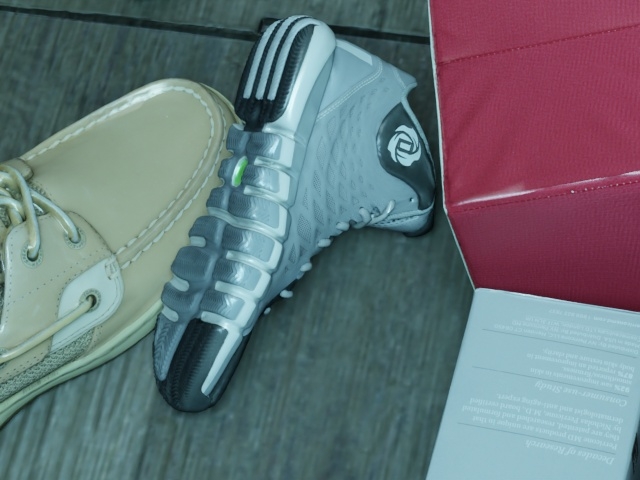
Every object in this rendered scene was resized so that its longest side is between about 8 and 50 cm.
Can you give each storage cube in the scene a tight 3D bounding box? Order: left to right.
[{"bbox_3d":[0.169,-0.059,1.008,0.193,0.215,0.183,-9,59,10],"label":"storage cube"}]

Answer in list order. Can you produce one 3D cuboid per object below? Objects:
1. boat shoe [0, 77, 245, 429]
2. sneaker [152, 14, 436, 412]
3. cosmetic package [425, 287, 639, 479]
[{"bbox_3d":[-0.172,0.019,1.059,0.122,0.110,0.341,36,70,24],"label":"boat shoe"},{"bbox_3d":[0.000,0.000,1.067,0.086,0.132,0.228,25,95,60],"label":"sneaker"},{"bbox_3d":[0.098,0.158,0.934,0.107,0.127,0.238,8,63,12],"label":"cosmetic package"}]
